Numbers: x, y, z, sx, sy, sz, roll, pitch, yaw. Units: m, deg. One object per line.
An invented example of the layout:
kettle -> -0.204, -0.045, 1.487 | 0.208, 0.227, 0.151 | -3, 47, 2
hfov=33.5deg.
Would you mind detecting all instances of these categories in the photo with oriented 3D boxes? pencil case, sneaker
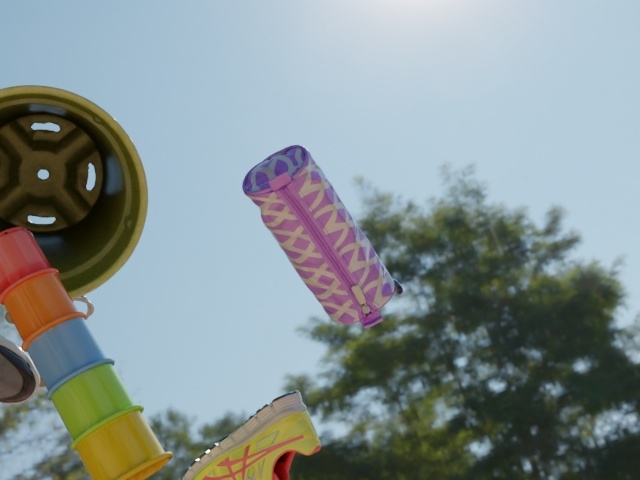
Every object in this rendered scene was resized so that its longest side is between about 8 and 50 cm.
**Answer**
pencil case -> 0.000, 0.000, 1.103 | 0.086, 0.088, 0.206 | -30, -64, 12
sneaker -> -0.493, 0.170, 1.380 | 0.268, 0.153, 0.101 | 28, -80, -23
sneaker -> -0.086, 0.277, 1.303 | 0.208, 0.094, 0.081 | -40, -11, 20

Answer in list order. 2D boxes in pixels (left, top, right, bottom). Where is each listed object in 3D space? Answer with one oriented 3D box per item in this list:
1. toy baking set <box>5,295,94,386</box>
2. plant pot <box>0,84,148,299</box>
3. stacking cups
toy baking set -> -0.483, 0.131, 1.761 | 0.197, 0.030, 0.256 | 18, -71, -5
plant pot -> -0.380, -0.076, 1.432 | 0.276, 0.276, 0.254 | -12, 13, -11
stacking cups -> -0.288, 0.133, 1.184 | 0.096, 0.316, 0.096 | -33, -12, -8
